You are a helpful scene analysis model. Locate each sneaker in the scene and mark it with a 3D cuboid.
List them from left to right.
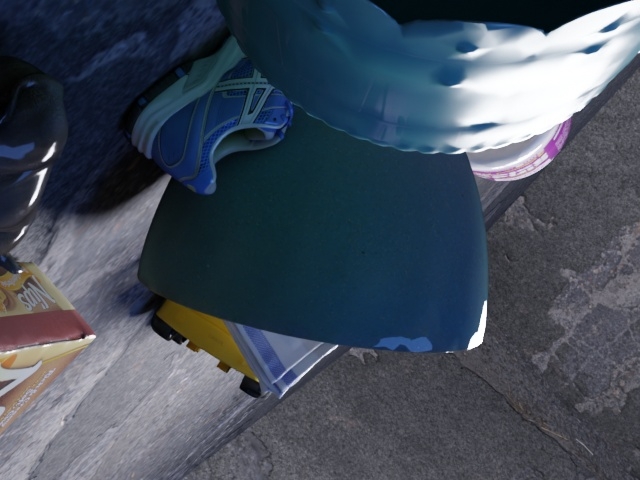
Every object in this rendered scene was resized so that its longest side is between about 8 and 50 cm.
[{"bbox_3d":[-0.041,-0.116,1.020,0.211,0.081,0.080,-40,170,-8],"label":"sneaker"}]

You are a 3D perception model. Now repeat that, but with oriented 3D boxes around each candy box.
[{"bbox_3d":[-0.329,0.153,1.010,0.316,0.087,0.183,-45,170,10],"label":"candy box"}]

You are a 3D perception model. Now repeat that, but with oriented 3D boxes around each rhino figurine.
[{"bbox_3d":[-0.205,-0.022,0.802,0.106,0.073,0.243,-34,169,-31],"label":"rhino figurine"}]

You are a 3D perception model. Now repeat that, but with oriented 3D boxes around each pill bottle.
[{"bbox_3d":[0.213,-0.157,1.645,0.169,0.169,0.301,-45,170,9],"label":"pill bottle"}]

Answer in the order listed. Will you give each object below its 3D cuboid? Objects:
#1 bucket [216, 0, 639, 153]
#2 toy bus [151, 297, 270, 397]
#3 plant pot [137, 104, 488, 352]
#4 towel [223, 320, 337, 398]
[{"bbox_3d":[0.065,-0.182,0.635,0.281,0.281,0.183,-40,171,-16],"label":"bucket"},{"bbox_3d":[-0.071,0.054,1.557,0.211,0.149,0.220,-58,174,-6],"label":"toy bus"},{"bbox_3d":[0.010,-0.042,1.129,0.290,0.290,0.196,-14,117,-71],"label":"plant pot"},{"bbox_3d":[0.000,0.000,1.443,0.285,0.209,0.034,-40,-156,-24],"label":"towel"}]
